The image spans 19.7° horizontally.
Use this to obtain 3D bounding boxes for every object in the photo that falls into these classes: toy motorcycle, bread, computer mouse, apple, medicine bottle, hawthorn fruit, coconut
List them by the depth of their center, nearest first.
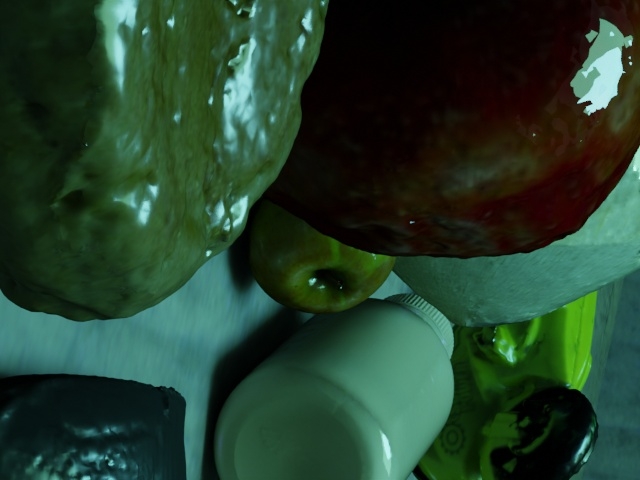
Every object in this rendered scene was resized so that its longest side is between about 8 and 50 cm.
[{"bbox_3d":[-0.079,-0.089,0.650,0.230,0.123,0.230,17,90,-73],"label":"bread"},{"bbox_3d":[-0.100,0.119,0.814,0.217,0.073,0.122,39,63,-74],"label":"computer mouse"},{"bbox_3d":[0.071,-0.085,0.926,0.266,0.230,0.210,31,59,-55],"label":"hawthorn fruit"},{"bbox_3d":[0.000,0.000,1.065,0.089,0.090,0.074,70,3,-62],"label":"apple"},{"bbox_3d":[0.122,-0.067,1.151,0.245,0.245,0.247,9,87,-75],"label":"coconut"},{"bbox_3d":[0.024,0.096,1.164,0.252,0.114,0.114,-40,138,-67],"label":"medicine bottle"},{"bbox_3d":[0.155,0.089,1.534,0.142,0.206,0.342,47,37,-32],"label":"toy motorcycle"}]
